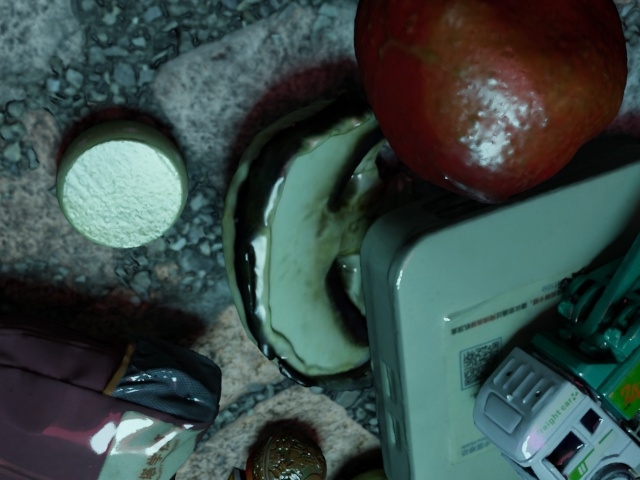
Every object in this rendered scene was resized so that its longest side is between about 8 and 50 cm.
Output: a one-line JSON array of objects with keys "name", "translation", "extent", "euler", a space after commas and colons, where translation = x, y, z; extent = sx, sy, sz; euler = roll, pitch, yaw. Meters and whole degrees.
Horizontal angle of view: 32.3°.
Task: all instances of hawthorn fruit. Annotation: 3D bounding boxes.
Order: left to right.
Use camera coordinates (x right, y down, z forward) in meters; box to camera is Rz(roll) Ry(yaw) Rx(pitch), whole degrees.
[{"name": "hawthorn fruit", "translation": [0.152, -0.199, 1.098], "extent": [0.265, 0.265, 0.307], "euler": [-40, 101, 11]}]

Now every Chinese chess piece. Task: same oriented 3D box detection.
[{"name": "Chinese chess piece", "translation": [-0.217, -0.062, 1.210], "extent": [0.144, 0.058, 0.144], "euler": [-5, 119, -9]}]

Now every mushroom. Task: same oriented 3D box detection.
[{"name": "mushroom", "translation": [-0.001, 0.000, 1.247], "extent": [0.247, 0.130, 0.344], "euler": [-29, 125, -25]}]

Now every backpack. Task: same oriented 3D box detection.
[{"name": "backpack", "translation": [-0.300, 0.211, 1.260], "extent": [0.317, 0.197, 0.283], "euler": [19, 114, -13]}]

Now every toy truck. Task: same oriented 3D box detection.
[{"name": "toy truck", "translation": [0.326, 0.118, 1.191], "extent": [0.178, 0.176, 0.363], "euler": [39, 89, -26]}]

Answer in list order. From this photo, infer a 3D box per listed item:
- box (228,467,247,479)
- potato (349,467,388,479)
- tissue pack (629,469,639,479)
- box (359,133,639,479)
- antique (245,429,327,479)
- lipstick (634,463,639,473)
[{"name": "box", "translation": [-0.033, 0.396, 1.492], "extent": [0.247, 0.033, 0.129], "euler": [22, 111, -19]}, {"name": "potato", "translation": [0.126, 0.371, 1.431], "extent": [0.248, 0.143, 0.169], "euler": [8, 83, -22]}, {"name": "tissue pack", "translation": [0.386, 0.333, 1.446], "extent": [0.173, 0.073, 0.235], "euler": [-2, 143, -31]}, {"name": "box", "translation": [0.248, 0.103, 1.302], "extent": [0.396, 0.111, 0.396], "euler": [-18, 120, -19]}, {"name": "antique", "translation": [-0.040, 0.290, 1.397], "extent": [0.104, 0.104, 0.104], "euler": [-4, 118, -8]}, {"name": "lipstick", "translation": [0.513, 0.167, 1.349], "extent": [0.371, 0.080, 0.076], "euler": [-26, 126, -27]}]
